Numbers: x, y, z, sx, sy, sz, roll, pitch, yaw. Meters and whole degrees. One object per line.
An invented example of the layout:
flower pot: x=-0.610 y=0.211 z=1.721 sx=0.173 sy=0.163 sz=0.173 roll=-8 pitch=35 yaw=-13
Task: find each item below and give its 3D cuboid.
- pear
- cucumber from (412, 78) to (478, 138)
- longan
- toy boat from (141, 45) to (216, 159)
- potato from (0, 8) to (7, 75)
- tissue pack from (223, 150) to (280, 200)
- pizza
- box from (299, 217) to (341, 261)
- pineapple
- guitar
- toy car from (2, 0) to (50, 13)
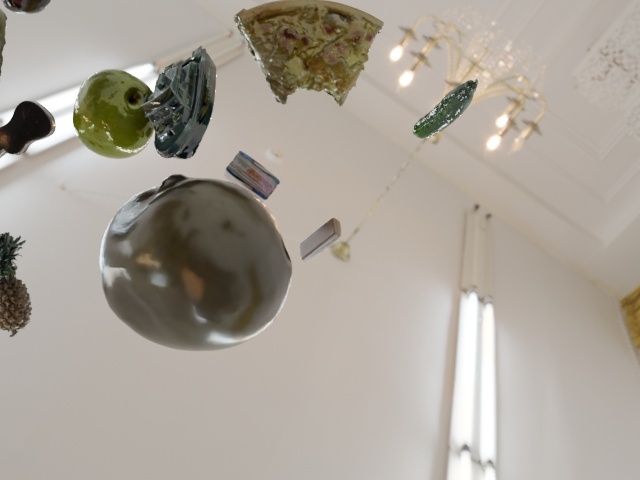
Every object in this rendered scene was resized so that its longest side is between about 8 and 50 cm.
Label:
pear: x=-0.424 y=-0.247 z=1.425 sx=0.166 sy=0.216 sz=0.180 roll=5 pitch=-109 yaw=-34
cucumber: x=0.185 y=-0.187 z=1.007 sx=0.037 sy=0.155 sz=0.037 roll=11 pitch=-116 yaw=-24
longan: x=-0.229 y=0.038 z=1.280 sx=0.361 sy=0.361 sz=0.361 roll=28 pitch=-153 yaw=-16
toy boat: x=-0.270 y=-0.260 z=1.342 sx=0.122 sy=0.114 sz=0.296 roll=44 pitch=-149 yaw=-36
potato: x=-0.431 y=-0.160 z=0.714 sx=0.111 sy=0.160 sz=0.271 roll=56 pitch=-148 yaw=-64
tissue pack: x=-0.156 y=-0.141 z=1.570 sx=0.115 sy=0.065 sz=0.155 roll=37 pitch=173 yaw=-9
pizza: x=-0.015 y=-0.394 z=1.448 sx=0.323 sy=0.223 sz=0.089 roll=-1 pitch=175 yaw=-14
box: x=0.000 y=0.000 z=1.492 sx=0.025 sy=0.115 sz=0.048 roll=24 pitch=-139 yaw=-36
pineapple: x=-0.653 y=0.093 z=1.461 sx=0.083 sy=0.221 sz=0.103 roll=-6 pitch=-175 yaw=-1
guitar: x=-0.667 y=-0.183 z=1.446 sx=0.084 sy=0.271 sz=0.038 roll=50 pitch=-174 yaw=-11
toy car: x=-0.212 y=-0.265 z=0.561 sx=0.101 sy=0.124 sz=0.257 roll=18 pitch=-142 yaw=27
